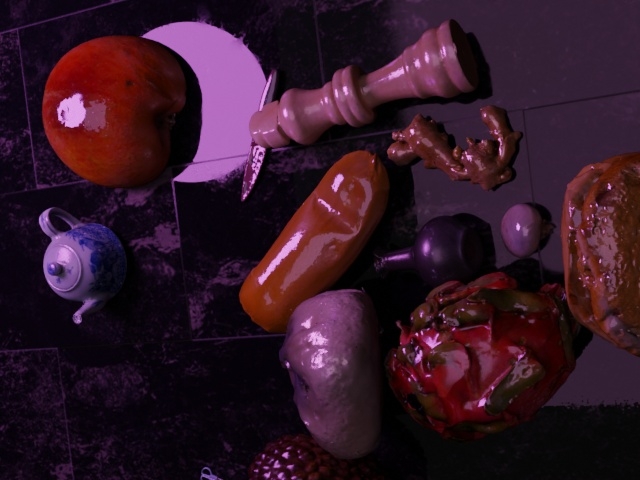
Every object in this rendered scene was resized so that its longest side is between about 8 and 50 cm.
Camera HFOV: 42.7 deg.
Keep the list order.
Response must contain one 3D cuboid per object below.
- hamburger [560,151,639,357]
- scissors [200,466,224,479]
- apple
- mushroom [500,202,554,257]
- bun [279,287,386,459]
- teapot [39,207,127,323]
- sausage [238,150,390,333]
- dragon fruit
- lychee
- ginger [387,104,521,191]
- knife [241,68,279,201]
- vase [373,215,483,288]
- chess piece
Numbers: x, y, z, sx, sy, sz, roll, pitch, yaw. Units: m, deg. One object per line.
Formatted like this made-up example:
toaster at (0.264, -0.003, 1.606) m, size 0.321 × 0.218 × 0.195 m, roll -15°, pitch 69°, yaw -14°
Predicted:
hamburger at (0.483, 0.018, 1.130) m, size 0.318 × 0.158 × 0.319 m, roll 0°, pitch 91°, yaw 1°
scissors at (-0.193, 0.459, 1.560) m, size 0.083 × 0.006 × 0.036 m, roll 14°, pitch 101°, yaw 22°
apple at (-0.401, -0.240, 1.520) m, size 0.251 × 0.163 × 0.293 m, roll 12°, pitch 100°, yaw 24°
mushroom at (0.324, -0.015, 1.271) m, size 0.079 × 0.085 × 0.085 m, roll 0°, pitch 95°, yaw -19°
bun at (0.024, 0.207, 1.310) m, size 0.168 × 0.273 × 0.273 m, roll -7°, pitch 91°, yaw 3°
teapot at (-0.472, 0.044, 1.579) m, size 0.159 × 0.159 × 0.232 m, roll -25°, pitch 84°, yaw 23°
sausage at (0.003, 0.000, 1.385) m, size 0.354 × 0.116 × 0.134 m, roll -51°, pitch 60°, yaw 16°
dragon fruit at (0.245, 0.169, 1.226) m, size 0.302 × 0.231 × 0.237 m, roll -34°, pitch 75°, yaw 18°
lychee at (-0.006, 0.437, 1.360) m, size 0.271 × 0.236 × 0.236 m, roll -10°, pitch 90°, yaw -1°
ginger at (0.217, -0.144, 1.312) m, size 0.193 × 0.052 × 0.176 m, roll -39°, pitch 73°, yaw 20°
knife at (-0.106, -0.186, 1.473) m, size 0.035 × 0.018 × 0.247 m, roll 19°, pitch 104°, yaw 18°
vase at (0.166, 0.026, 1.320) m, size 0.183 × 0.120 × 0.120 m, roll -9°, pitch 90°, yaw 38°
chess piece at (0.056, -0.237, 1.349) m, size 0.397 × 0.117 × 0.117 m, roll -17°, pitch 87°, yaw 26°
